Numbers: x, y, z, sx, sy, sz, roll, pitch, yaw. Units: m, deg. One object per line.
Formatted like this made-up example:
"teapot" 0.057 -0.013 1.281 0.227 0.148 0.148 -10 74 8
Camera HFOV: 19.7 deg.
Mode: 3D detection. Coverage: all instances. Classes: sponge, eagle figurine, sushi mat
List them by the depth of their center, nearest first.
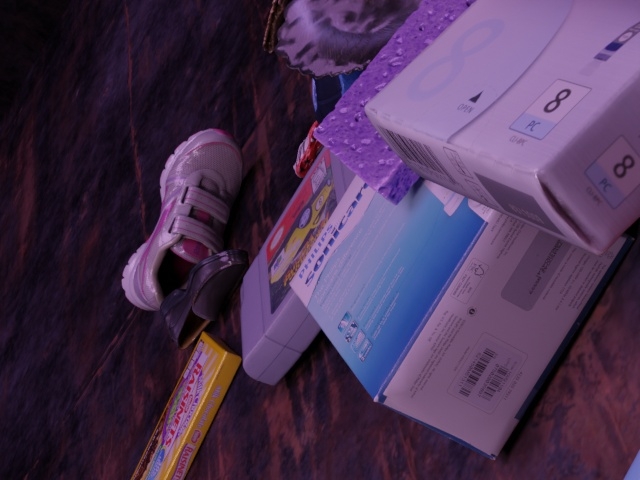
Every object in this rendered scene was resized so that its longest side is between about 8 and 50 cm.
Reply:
"sponge" 0.092 -0.139 1.560 0.210 0.031 0.117 -51 41 2
"eagle figurine" 0.097 -0.299 1.758 0.225 0.226 0.298 63 143 36
"sushi mat" -0.016 -0.413 2.455 0.151 0.019 0.316 115 174 -71

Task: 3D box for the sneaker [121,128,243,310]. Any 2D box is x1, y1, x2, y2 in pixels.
"sneaker" -0.157 -0.015 2.307 0.252 0.103 0.111 -69 24 6

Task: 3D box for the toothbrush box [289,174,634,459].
"toothbrush box" 0.108 0.019 1.572 0.216 0.126 0.295 -59 22 7

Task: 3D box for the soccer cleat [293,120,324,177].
"soccer cleat" -0.009 -0.112 2.145 0.083 0.029 0.035 -66 24 9

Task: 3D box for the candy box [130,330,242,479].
"candy box" -0.158 0.211 2.132 0.206 0.027 0.105 -64 24 1

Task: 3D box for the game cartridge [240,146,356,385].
"game cartridge" 0.000 0.000 1.936 0.294 0.060 0.196 -58 21 22

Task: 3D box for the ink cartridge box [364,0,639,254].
"ink cartridge box" 0.241 -0.177 1.365 0.385 0.091 0.308 -46 22 -6

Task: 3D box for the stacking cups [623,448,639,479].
"stacking cups" 0.220 0.169 1.182 0.316 0.096 0.096 -65 21 0

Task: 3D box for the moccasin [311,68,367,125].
"moccasin" 0.027 -0.280 2.104 0.117 0.138 0.342 -44 27 52

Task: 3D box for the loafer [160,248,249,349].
"loafer" -0.132 0.069 2.206 0.170 0.062 0.061 -48 48 45
